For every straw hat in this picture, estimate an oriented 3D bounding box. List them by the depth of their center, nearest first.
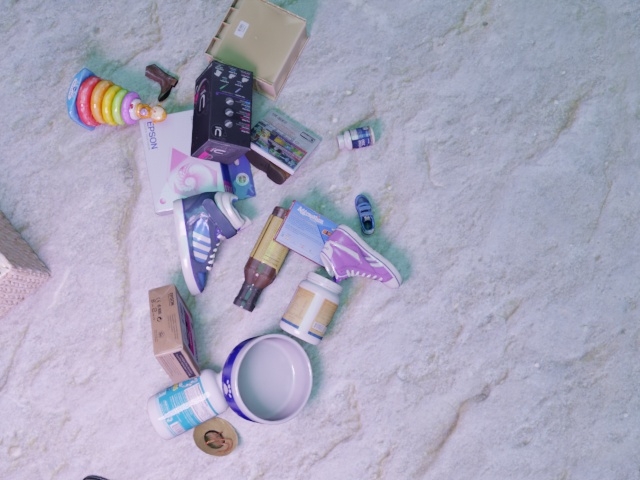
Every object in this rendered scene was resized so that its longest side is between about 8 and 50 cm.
[{"bbox_3d":[-0.333,0.627,1.802,0.145,0.144,0.061,23,125,2],"label":"straw hat"}]

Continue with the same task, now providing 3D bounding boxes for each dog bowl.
[{"bbox_3d":[-0.160,0.418,1.751,0.265,0.104,0.264,9,73,-32],"label":"dog bowl"}]

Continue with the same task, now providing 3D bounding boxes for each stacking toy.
[{"bbox_3d":[-0.635,-0.428,1.860,0.302,0.166,0.175,14,83,9],"label":"stacking toy"}]

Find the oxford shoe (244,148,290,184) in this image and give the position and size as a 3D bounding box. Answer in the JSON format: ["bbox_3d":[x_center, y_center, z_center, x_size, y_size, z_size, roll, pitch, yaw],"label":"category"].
[{"bbox_3d":[-0.183,-0.277,1.925,0.212,0.076,0.076,43,53,0],"label":"oxford shoe"}]

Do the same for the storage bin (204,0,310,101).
[{"bbox_3d":[-0.210,-0.652,1.938,0.261,0.123,0.262,26,83,3],"label":"storage bin"}]

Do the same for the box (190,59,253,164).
[{"bbox_3d":[-0.312,-0.399,1.831,0.144,0.165,0.270,8,73,-31],"label":"box"}]

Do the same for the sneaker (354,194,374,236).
[{"bbox_3d":[0.149,-0.085,1.904,0.053,0.059,0.144,-14,82,-1],"label":"sneaker"}]

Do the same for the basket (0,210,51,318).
[{"bbox_3d":[-1.054,0.064,1.730,0.266,0.331,0.328,-40,86,-7],"label":"basket"}]

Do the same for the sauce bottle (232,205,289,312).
[{"bbox_3d":[-0.175,0.062,1.856,0.112,0.111,0.344,27,84,2],"label":"sauce bottle"}]

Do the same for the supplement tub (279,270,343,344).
[{"bbox_3d":[-0.026,0.212,1.820,0.145,0.144,0.199,27,83,2],"label":"supplement tub"}]

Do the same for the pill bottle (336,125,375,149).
[{"bbox_3d":[0.117,-0.339,1.931,0.120,0.067,0.066,-13,83,-2],"label":"pill bottle"}]

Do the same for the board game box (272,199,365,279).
[{"bbox_3d":[0.000,0.000,1.850,0.281,0.027,0.145,30,84,-22],"label":"board game box"}]

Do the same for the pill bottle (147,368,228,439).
[{"bbox_3d":[-0.383,0.490,1.779,0.264,0.146,0.146,-26,84,-5],"label":"pill bottle"}]

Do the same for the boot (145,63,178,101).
[{"bbox_3d":[-0.556,-0.535,1.958,0.114,0.037,0.106,33,70,0],"label":"boot"}]

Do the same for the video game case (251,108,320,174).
[{"bbox_3d":[-0.128,-0.326,1.906,0.201,0.023,0.183,34,54,2],"label":"video game case"}]

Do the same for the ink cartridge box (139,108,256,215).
[{"bbox_3d":[-0.407,-0.271,1.914,0.331,0.071,0.323,-12,83,-1],"label":"ink cartridge box"}]

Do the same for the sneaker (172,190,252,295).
[{"bbox_3d":[-0.327,0.004,1.837,0.237,0.130,0.322,-9,100,-10],"label":"sneaker"}]

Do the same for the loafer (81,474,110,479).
[{"bbox_3d":[-0.616,0.788,1.767,0.268,0.084,0.096,11,83,0],"label":"loafer"}]

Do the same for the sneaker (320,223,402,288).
[{"bbox_3d":[0.119,0.096,1.834,0.282,0.102,0.161,39,70,-9],"label":"sneaker"}]

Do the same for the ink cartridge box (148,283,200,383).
[{"bbox_3d":[-0.438,0.279,1.737,0.088,0.193,0.234,-16,53,-4],"label":"ink cartridge box"}]
